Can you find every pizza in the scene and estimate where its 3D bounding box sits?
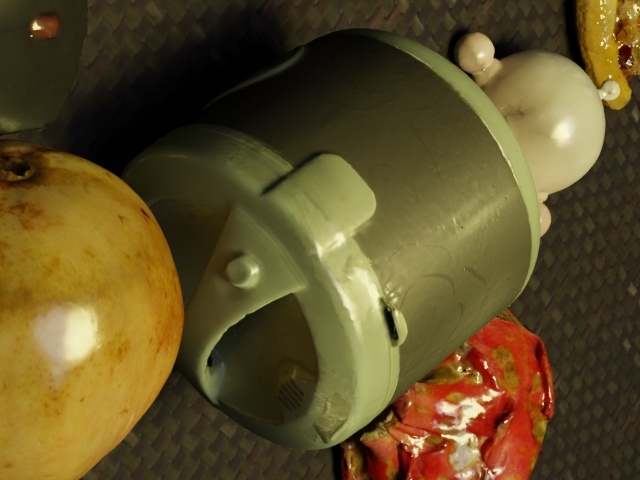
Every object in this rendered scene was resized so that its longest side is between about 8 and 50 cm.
[{"bbox_3d":[0.329,-0.226,1.886,0.194,0.069,0.154,-41,129,-28],"label":"pizza"}]

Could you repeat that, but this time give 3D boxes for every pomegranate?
[{"bbox_3d":[-0.218,0.069,1.292,0.252,0.229,0.270,-55,158,-55],"label":"pomegranate"}]

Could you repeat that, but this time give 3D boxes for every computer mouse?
[{"bbox_3d":[-0.257,-0.143,1.276,0.295,0.087,0.168,-11,109,-47],"label":"computer mouse"}]

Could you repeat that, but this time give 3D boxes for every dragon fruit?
[{"bbox_3d":[0.104,0.169,1.740,0.211,0.134,0.262,18,90,-45],"label":"dragon fruit"}]

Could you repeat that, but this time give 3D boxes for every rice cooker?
[{"bbox_3d":[-0.003,0.000,1.468,0.277,0.288,0.288,-36,128,-32],"label":"rice cooker"}]

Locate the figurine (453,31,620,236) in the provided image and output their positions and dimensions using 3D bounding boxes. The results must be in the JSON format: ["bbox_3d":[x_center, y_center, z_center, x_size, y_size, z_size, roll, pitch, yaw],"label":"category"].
[{"bbox_3d":[0.172,-0.102,1.723,0.256,0.182,0.144,-35,170,-42],"label":"figurine"}]
